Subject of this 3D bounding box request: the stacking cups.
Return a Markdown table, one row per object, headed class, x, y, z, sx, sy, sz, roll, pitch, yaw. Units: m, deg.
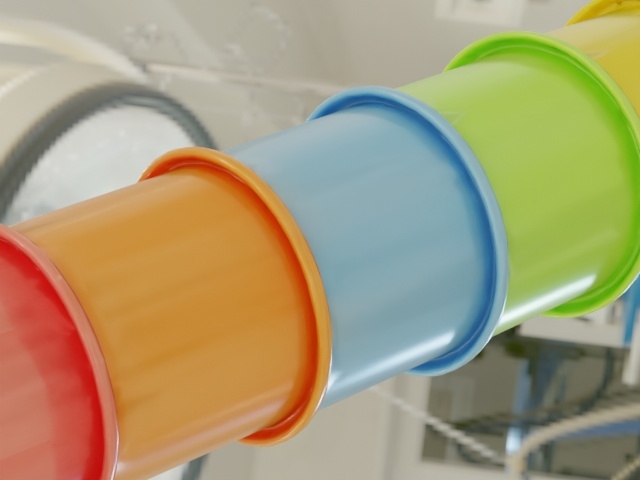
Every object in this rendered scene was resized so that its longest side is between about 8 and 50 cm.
| class | x | y | z | sx | sy | sz | roll | pitch | yaw |
| --- | --- | --- | --- | --- | --- | --- | --- | --- | --- |
| stacking cups | 0.000 | 0.000 | 0.427 | 0.316 | 0.096 | 0.096 | -18 | -56 | -41 |
